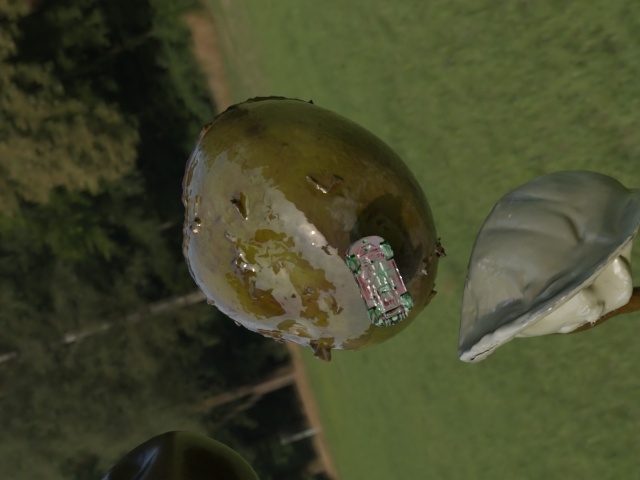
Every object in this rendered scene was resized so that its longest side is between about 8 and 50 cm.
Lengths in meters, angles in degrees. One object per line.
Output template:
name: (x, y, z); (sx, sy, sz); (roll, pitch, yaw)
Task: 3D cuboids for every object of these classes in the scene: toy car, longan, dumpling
toy car: (0.083, 0.057, 1.968); (0.055, 0.069, 0.142); (-125, 12, -75)
longan: (-0.213, 0.442, 2.121); (0.350, 0.288, 0.288); (-169, 59, -79)
dumpling: (0.352, 0.027, 2.002); (0.233, 0.395, 0.315); (50, 163, -2)

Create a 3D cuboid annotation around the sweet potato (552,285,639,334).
sweet potato: (0.451, 0.111, 2.222); (0.067, 0.273, 0.067); (168, 90, -76)

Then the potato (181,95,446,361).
potato: (0.000, 0.000, 2.150); (0.442, 0.385, 0.319); (36, 179, -31)
